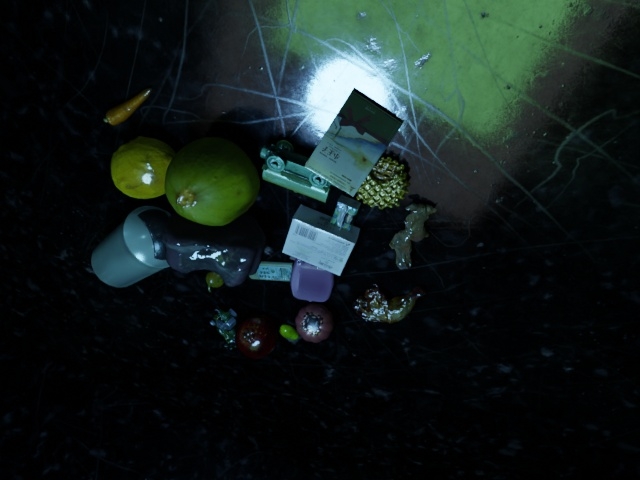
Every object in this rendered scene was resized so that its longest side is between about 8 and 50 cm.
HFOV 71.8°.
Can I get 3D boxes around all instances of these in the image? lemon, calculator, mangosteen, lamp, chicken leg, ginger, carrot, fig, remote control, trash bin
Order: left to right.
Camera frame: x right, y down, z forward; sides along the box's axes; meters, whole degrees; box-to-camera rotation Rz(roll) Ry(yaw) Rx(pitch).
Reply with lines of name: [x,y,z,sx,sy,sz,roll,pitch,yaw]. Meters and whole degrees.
carrot: [-0.713,-0.501,1.653,0.257,0.061,0.061,-22,117,22]
trash bin: [-0.803,0.033,1.958,0.432,0.280,0.280,-25,115,37]
lemon: [-0.668,-0.275,1.695,0.289,0.233,0.233,-12,122,24]
fig: [-0.392,-0.202,1.583,0.344,0.343,0.343,10,129,12]
fig: [-0.507,0.188,2.088,0.082,0.098,0.084,3,116,19]
mangosteen: [-0.305,0.481,2.198,0.215,0.214,0.257,3,162,17]
remote control: [-0.221,0.137,1.988,0.234,0.038,0.098,2,128,17]
calculator: [-0.037,0.183,1.933,0.195,0.043,0.294,7,135,0]
lamp: [-0.025,0.379,2.039,0.182,0.140,0.181,-2,82,14]
chicken leg: [0.292,0.265,1.889,0.323,0.083,0.177,2,113,21]
ginger: [0.337,-0.017,1.658,0.122,0.084,0.290,6,128,-13]

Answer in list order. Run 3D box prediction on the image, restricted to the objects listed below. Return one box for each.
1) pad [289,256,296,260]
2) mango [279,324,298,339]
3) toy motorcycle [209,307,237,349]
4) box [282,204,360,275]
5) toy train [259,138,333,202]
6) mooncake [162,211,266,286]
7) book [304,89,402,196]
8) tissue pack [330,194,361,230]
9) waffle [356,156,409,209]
pad: [-0.034,0.075,1.895,0.188,0.006,0.113,23,132,3]
mango: [-0.157,0.460,2.207,0.108,0.056,0.073,34,135,-12]
toy motorcycle: [-0.470,0.449,2.256,0.187,0.125,0.274,34,147,16]
box: [0.000,0.000,1.755,0.261,0.111,0.194,22,131,-1]
toy train: [-0.081,-0.235,1.586,0.308,0.126,0.189,21,130,1]
mooncake: [-0.407,0.009,1.745,0.382,0.350,0.212,22,130,4]
book: [0.106,-0.314,1.450,0.201,0.026,0.289,31,104,-8]
tissue pack: [0.091,-0.097,1.666,0.085,0.079,0.111,22,131,3]
waffle: [0.210,-0.200,1.551,0.193,0.070,0.197,-6,125,24]
